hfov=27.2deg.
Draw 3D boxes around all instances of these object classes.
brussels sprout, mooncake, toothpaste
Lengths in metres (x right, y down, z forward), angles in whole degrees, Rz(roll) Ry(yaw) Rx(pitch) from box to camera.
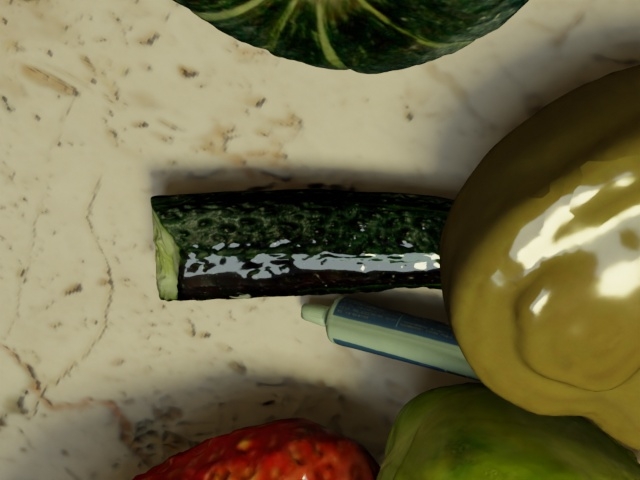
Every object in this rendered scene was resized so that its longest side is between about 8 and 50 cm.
[{"bbox_3d":[0.133,0.177,0.858,0.223,0.223,0.161,5,86,12],"label":"brussels sprout"},{"bbox_3d":[0.196,0.011,0.759,0.234,0.117,0.235,-2,123,-2],"label":"mooncake"},{"bbox_3d":[0.075,0.069,0.882,0.197,0.057,0.035,13,113,23],"label":"toothpaste"}]

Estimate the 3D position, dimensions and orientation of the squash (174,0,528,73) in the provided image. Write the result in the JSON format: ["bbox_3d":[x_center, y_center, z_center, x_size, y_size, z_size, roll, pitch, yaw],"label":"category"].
[{"bbox_3d":[0.008,-0.196,0.650,0.252,0.165,0.252,8,151,5],"label":"squash"}]

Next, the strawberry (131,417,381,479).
[{"bbox_3d":[-0.080,0.290,0.978,0.291,0.310,0.292,27,159,11],"label":"strawberry"}]

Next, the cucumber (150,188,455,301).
[{"bbox_3d":[0.000,0.001,0.858,0.241,0.074,0.074,-2,122,13],"label":"cucumber"}]
